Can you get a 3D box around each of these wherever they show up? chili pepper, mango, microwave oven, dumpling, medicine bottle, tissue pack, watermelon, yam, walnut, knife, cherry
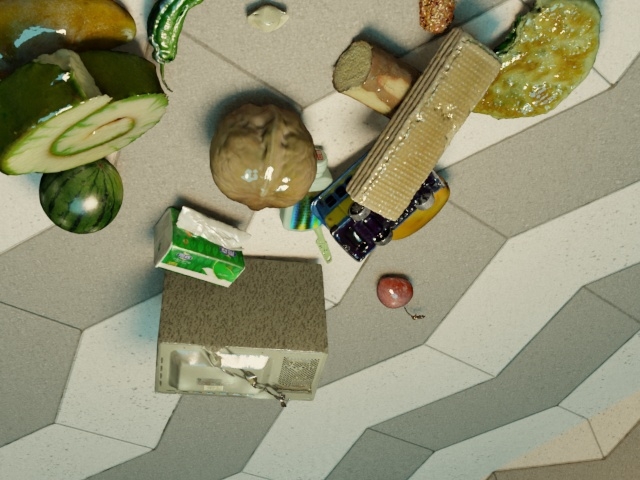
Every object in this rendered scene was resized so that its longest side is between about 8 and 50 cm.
[{"bbox_3d":[-0.285,-0.437,1.549,0.122,0.065,0.279,24,123,-28],"label":"chili pepper"},{"bbox_3d":[-0.515,-0.398,1.489,0.316,0.146,0.193,-13,151,-12],"label":"mango"},{"bbox_3d":[-0.216,0.241,2.083,0.431,0.375,0.236,4,137,-10],"label":"microwave oven"},{"bbox_3d":[-0.109,-0.457,1.588,0.076,0.057,0.052,-36,99,-10],"label":"dumpling"},{"bbox_3d":[-0.031,-0.125,1.927,0.121,0.083,0.229,-6,139,-17],"label":"medicine bottle"},{"bbox_3d":[-0.297,0.003,1.963,0.208,0.148,0.156,20,130,-29],"label":"tissue pack"},{"bbox_3d":[-0.553,-0.101,1.768,0.188,0.188,0.215,22,126,-31],"label":"watermelon"},{"bbox_3d":[0.154,-0.339,1.709,0.238,0.129,0.128,21,105,-33],"label":"yam"},{"bbox_3d":[0.230,-0.085,2.008,0.138,0.113,0.253,10,141,-32],"label":"mango"},{"bbox_3d":[-0.129,-0.183,1.741,0.248,0.248,0.248,-6,138,-6],"label":"walnut"},{"bbox_3d":[0.000,0.000,2.122,0.030,0.014,0.207,-17,138,4],"label":"knife"},{"bbox_3d":[0.249,0.172,2.304,0.107,0.090,0.225,-38,132,24],"label":"cherry"}]

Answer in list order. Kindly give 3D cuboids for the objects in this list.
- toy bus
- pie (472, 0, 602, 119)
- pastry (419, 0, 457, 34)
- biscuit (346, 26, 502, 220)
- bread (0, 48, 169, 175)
[{"bbox_3d":[0.135,-0.106,1.864,0.287,0.175,0.138,-42,128,4],"label":"toy bus"},{"bbox_3d":[0.472,-0.403,1.741,0.371,0.078,0.296,-36,131,27],"label":"pie"},{"bbox_3d":[0.248,-0.495,1.600,0.087,0.063,0.169,-10,137,-4],"label":"pastry"},{"bbox_3d":[0.226,-0.244,1.667,0.144,0.078,0.426,23,107,-34],"label":"biscuit"},{"bbox_3d":[-0.485,-0.261,1.525,0.366,0.129,0.382,-27,176,-14],"label":"bread"}]
